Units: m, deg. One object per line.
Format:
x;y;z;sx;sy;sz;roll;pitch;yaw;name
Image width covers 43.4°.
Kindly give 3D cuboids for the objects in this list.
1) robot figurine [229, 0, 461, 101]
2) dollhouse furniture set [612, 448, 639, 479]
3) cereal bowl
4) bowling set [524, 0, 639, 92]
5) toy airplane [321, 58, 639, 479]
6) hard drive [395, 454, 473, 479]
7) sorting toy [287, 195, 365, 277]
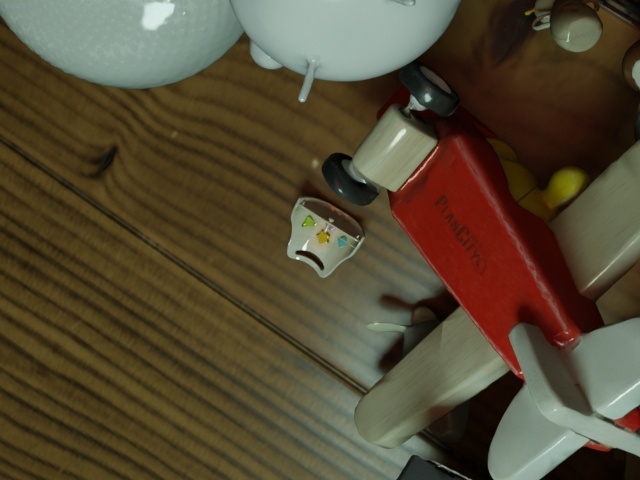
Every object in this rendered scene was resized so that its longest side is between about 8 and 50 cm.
0.018;-0.282;0.696;0.200;0.353;0.300;14;142;-23;robot figurine
0.367;0.219;0.738;0.161;0.242;0.212;1;99;11;dollhouse furniture set
-0.221;-0.331;0.837;0.339;0.141;0.338;2;99;11;cereal bowl
0.265;-0.243;0.762;0.287;0.154;0.199;-15;119;12;bowling set
0.199;0.030;0.733;0.386;0.272;0.384;4;86;44;toy airplane
0.187;0.342;0.754;0.237;0.339;0.064;21;58;27;hard drive
0.000;0.000;0.891;0.083;0.045;0.075;32;111;5;sorting toy
